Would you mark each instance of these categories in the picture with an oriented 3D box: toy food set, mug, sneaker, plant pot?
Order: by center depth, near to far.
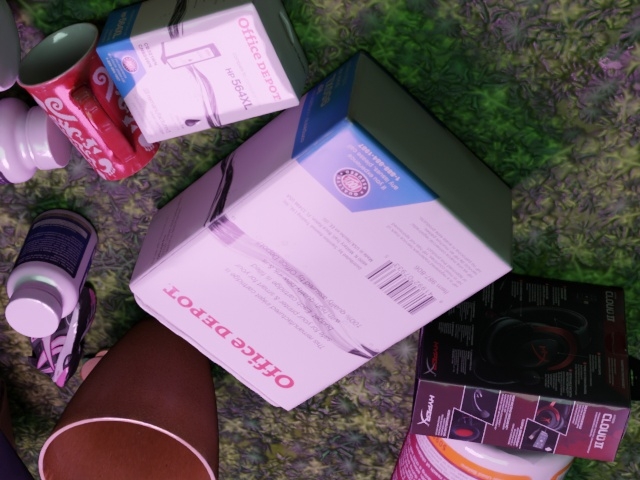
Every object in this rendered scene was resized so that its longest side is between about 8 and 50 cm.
[{"bbox_3d":[-0.276,-0.150,1.686,0.113,0.150,0.169,-17,130,19],"label":"mug"},{"bbox_3d":[-0.239,0.233,1.927,0.237,0.254,0.237,4,130,4],"label":"plant pot"},{"bbox_3d":[-0.375,0.132,1.987,0.077,0.072,0.178,25,124,2],"label":"sneaker"},{"bbox_3d":[-0.312,0.197,2.061,0.082,0.020,0.083,-26,122,27],"label":"toy food set"}]

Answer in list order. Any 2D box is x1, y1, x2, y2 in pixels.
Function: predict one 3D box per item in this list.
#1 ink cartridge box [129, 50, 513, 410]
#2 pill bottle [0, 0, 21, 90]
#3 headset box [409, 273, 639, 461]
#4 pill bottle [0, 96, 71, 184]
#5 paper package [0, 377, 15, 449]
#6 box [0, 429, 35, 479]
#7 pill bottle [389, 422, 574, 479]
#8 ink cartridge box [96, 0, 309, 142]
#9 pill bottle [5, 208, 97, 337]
[{"bbox_3d":[0.000,0.000,1.753,0.395,0.166,0.285,-35,117,30],"label":"ink cartridge box"},{"bbox_3d":[-0.522,-0.211,1.648,0.318,0.176,0.176,-10,128,16],"label":"pill bottle"},{"bbox_3d":[0.272,0.156,1.810,0.293,0.218,0.110,7,132,2],"label":"headset box"},{"bbox_3d":[-0.415,-0.122,1.751,0.193,0.108,0.108,-4,129,12],"label":"pill bottle"},{"bbox_3d":[-0.642,0.348,2.142,0.324,0.168,0.309,5,130,3],"label":"paper package"},{"bbox_3d":[-0.683,0.357,1.866,0.471,0.297,0.480,-20,116,15],"label":"box"},{"bbox_3d":[0.210,0.351,1.980,0.224,0.224,0.392,13,130,-3],"label":"pill bottle"},{"bbox_3d":[-0.135,-0.214,1.646,0.203,0.086,0.148,-13,127,19],"label":"ink cartridge box"},{"bbox_3d":[-0.356,0.045,1.841,0.094,0.169,0.094,4,130,5],"label":"pill bottle"}]
